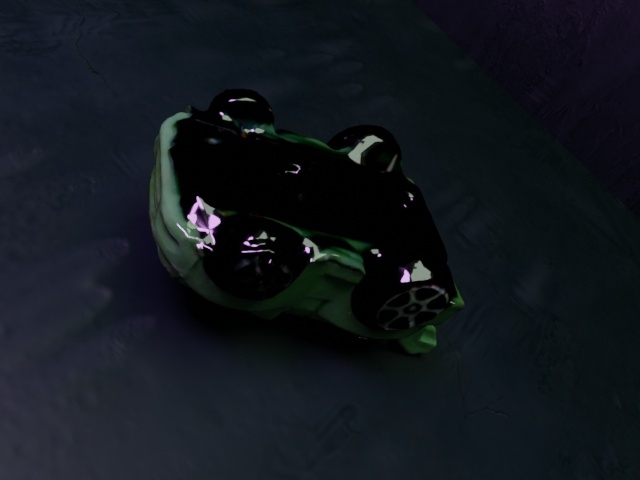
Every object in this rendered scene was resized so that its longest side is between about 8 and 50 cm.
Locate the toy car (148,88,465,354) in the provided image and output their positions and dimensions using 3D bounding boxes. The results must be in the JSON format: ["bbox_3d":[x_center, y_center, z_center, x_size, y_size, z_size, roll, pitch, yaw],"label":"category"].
[{"bbox_3d":[0.000,0.000,0.595,0.358,0.176,0.213,10,46,-29],"label":"toy car"}]
